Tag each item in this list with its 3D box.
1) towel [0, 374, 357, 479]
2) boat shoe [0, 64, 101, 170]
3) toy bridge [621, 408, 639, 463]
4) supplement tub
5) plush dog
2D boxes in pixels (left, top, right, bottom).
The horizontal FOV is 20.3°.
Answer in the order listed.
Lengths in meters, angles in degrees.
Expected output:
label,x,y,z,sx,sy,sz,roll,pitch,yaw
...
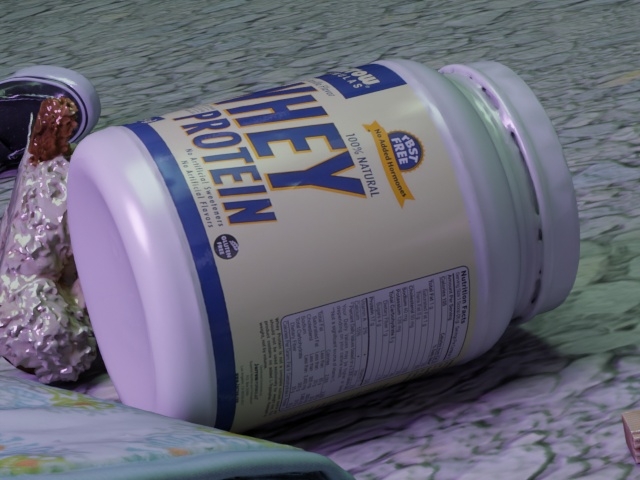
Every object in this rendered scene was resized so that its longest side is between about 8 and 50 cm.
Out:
label,x,y,z,sx,sy,sz,roll,pitch,yaw
towel,-0.210,0.136,1.065,0.320,0.090,0.374,12,4,44
boat shoe,-0.405,-0.127,2.095,0.306,0.113,0.105,-5,25,22
toy bridge,0.293,0.118,1.149,0.188,0.026,0.063,-9,21,0
supplement tub,0.000,0.000,1.311,0.325,0.235,0.235,-16,19,-19
plush dog,-0.151,0.002,1.508,0.225,0.211,0.262,15,16,-14
